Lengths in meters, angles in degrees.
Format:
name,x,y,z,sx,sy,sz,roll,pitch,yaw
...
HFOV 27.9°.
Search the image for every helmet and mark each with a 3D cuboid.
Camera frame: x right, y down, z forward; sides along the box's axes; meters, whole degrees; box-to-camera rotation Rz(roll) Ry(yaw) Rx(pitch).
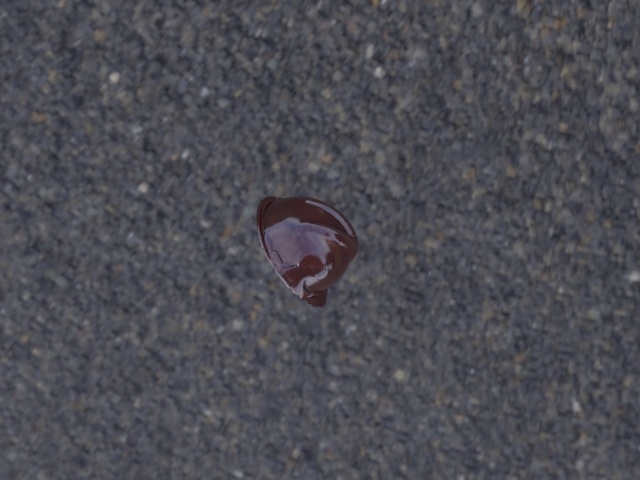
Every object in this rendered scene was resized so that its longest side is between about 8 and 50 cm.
name,x,y,z,sx,sy,sz,roll,pitch,yaw
helmet,0.000,0.000,1.070,0.057,0.089,0.111,-24,136,21
